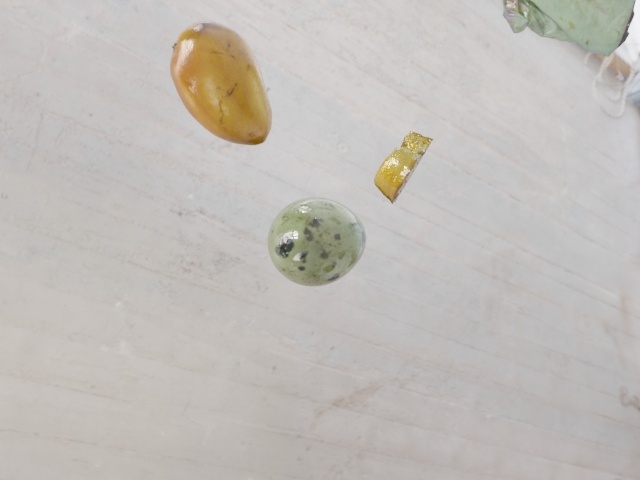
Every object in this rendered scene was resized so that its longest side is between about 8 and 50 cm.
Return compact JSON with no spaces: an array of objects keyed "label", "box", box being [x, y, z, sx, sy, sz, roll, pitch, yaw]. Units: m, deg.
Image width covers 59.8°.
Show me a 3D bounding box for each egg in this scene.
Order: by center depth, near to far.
[{"label":"egg","box":[0.000,0.000,1.109,0.228,0.177,0.177,-11,81,-48]}]

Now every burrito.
[{"label":"burrito","box":[0.427,-0.411,0.966,0.228,0.089,0.144,9,100,-9]}]

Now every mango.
[{"label":"mango","box":[-0.157,-0.251,0.922,0.145,0.112,0.219,-37,114,-12]}]

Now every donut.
[{"label":"donut","box":[0.112,-0.102,0.771,0.043,0.097,0.108,35,40,8]}]
